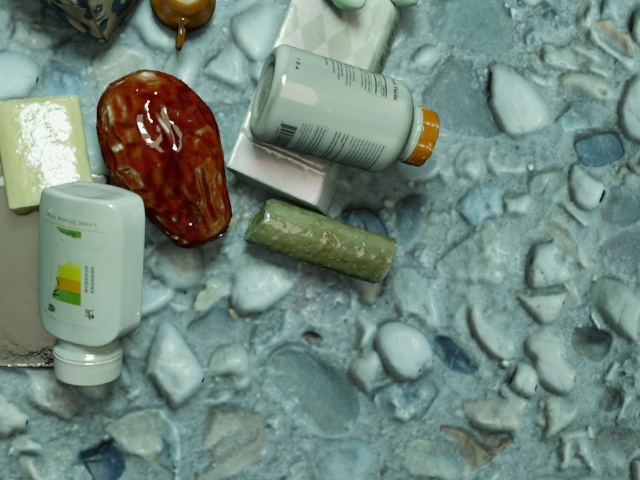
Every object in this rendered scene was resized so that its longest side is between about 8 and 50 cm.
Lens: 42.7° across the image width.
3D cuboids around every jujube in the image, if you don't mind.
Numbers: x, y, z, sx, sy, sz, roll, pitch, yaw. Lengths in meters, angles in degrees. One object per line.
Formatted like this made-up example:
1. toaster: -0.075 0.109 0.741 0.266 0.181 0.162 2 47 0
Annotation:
1. jujube: -0.241 -0.128 1.303 0.197 0.197 0.290 -30 112 -15

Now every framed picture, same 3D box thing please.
1. framed picture: -0.477 0.043 1.321 0.244 0.013 0.324 5 86 -16

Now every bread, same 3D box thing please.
1. bread: -0.439 -0.137 1.303 0.139 0.060 0.178 -8 82 -17

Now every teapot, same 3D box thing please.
1. teapot: -0.226 -0.402 1.357 0.116 0.116 0.173 7 87 -16

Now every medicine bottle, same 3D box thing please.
1. medicine bottle: 0.043 -0.201 1.319 0.288 0.157 0.157 14 84 -17
2. medicine bottle: -0.353 0.066 1.250 0.161 0.111 0.296 14 109 23

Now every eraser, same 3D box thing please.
1. eraser: -0.004 -0.264 1.431 0.213 0.082 0.397 22 82 -14

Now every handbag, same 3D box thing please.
1. handbag: -0.365 -0.468 1.279 0.193 0.190 0.251 27 76 3

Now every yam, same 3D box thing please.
1. yam: 0.000 0.000 1.422 0.259 0.093 0.093 18 83 -15

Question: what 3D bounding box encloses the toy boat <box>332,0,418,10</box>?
1. toy boat: 0.056 -0.544 1.388 0.215 0.123 0.330 -13 72 -29
